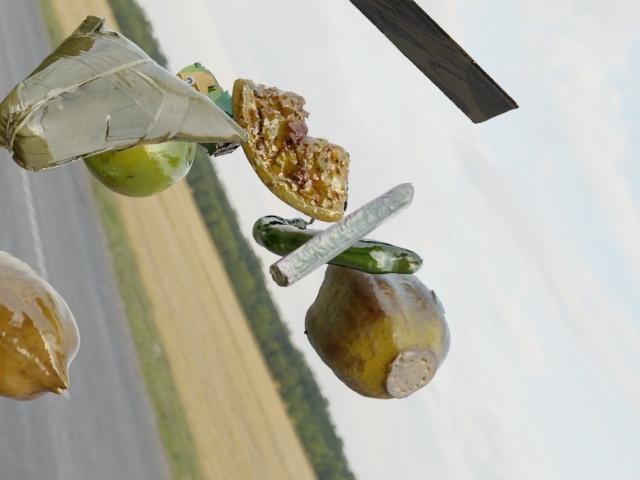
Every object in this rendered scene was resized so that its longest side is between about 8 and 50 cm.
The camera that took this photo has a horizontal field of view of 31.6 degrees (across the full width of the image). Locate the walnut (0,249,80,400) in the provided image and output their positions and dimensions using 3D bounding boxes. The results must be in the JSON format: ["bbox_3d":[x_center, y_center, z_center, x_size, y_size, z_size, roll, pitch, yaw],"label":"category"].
[{"bbox_3d":[-0.488,0.136,1.750,0.336,0.209,0.209,34,-22,30],"label":"walnut"}]

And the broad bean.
[{"bbox_3d":[0.000,0.000,1.477,0.292,0.144,0.049,19,-72,55],"label":"broad bean"}]

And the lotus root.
[{"bbox_3d":[0.087,0.126,1.606,0.291,0.193,0.193,-132,-161,-69],"label":"lotus root"}]

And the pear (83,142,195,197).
[{"bbox_3d":[-0.292,-0.158,1.673,0.166,0.216,0.180,-92,-165,-81],"label":"pear"}]

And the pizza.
[{"bbox_3d":[-0.048,-0.162,1.952,0.305,0.161,0.085,52,-13,4],"label":"pizza"}]

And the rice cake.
[{"bbox_3d":[0.029,-0.009,1.335,0.036,0.206,0.047,60,-20,-8],"label":"rice cake"}]

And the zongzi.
[{"bbox_3d":[-0.166,-0.084,0.931,0.178,0.189,0.081,31,-46,-2],"label":"zongzi"}]

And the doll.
[{"bbox_3d":[-0.199,-0.242,2.085,0.186,0.134,0.106,44,-28,-10],"label":"doll"}]

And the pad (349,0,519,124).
[{"bbox_3d":[0.150,-0.300,1.707,0.330,0.004,0.220,43,-7,-6],"label":"pad"}]
